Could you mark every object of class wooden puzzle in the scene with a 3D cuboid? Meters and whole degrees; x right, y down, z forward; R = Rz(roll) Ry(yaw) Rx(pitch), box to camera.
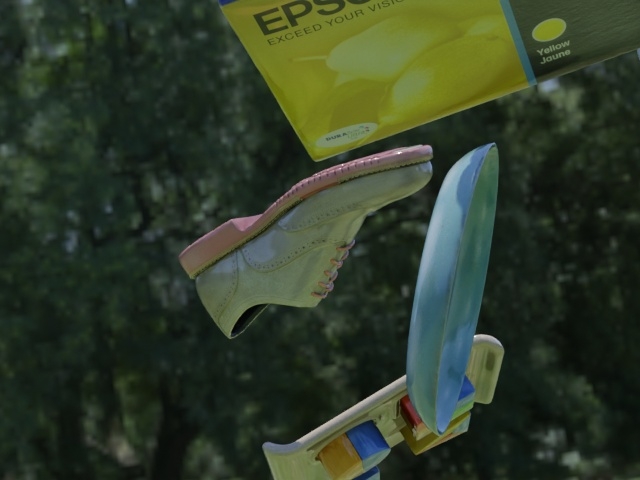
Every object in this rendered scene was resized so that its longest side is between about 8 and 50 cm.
[{"bbox_3d":[0.099,0.272,2.198,0.348,0.080,0.322,-26,-18,-7],"label":"wooden puzzle"}]

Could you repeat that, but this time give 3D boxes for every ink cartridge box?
[{"bbox_3d":[0.084,-0.201,1.157,0.303,0.072,0.307,-18,-30,11],"label":"ink cartridge box"}]

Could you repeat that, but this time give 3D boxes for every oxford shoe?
[{"bbox_3d":[0.000,0.000,1.996,0.397,0.146,0.140,-29,-7,35],"label":"oxford shoe"}]

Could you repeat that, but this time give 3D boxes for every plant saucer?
[{"bbox_3d":[0.140,0.049,1.677,0.043,0.318,0.317,10,-5,12],"label":"plant saucer"}]

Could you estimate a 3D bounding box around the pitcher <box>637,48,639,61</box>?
[{"bbox_3d":[0.388,-0.171,1.450,0.125,0.207,0.178,0,-37,-30],"label":"pitcher"}]
